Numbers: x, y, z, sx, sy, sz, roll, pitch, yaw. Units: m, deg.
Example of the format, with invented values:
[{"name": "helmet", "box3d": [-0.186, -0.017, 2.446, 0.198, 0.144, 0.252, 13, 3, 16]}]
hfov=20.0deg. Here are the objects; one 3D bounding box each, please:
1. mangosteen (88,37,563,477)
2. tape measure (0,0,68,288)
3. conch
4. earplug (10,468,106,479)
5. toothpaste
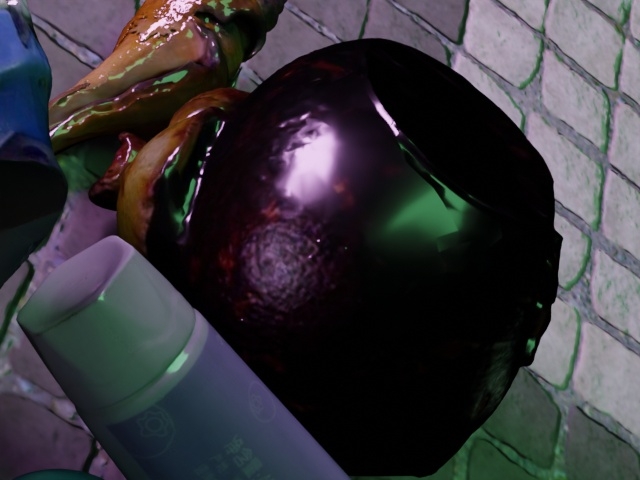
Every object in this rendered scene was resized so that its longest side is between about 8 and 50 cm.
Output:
[{"name": "mangosteen", "box3d": [0.004, -0.002, 1.082, 0.287, 0.233, 0.288, 27, 32, -19]}, {"name": "tape measure", "box3d": [-0.276, -0.041, 0.858, 0.262, 0.259, 0.138, 2, 62, -36]}, {"name": "conch", "box3d": [-0.102, -0.106, 1.186, 0.233, 0.086, 0.080, -56, 145, -33]}, {"name": "earplug", "box3d": [-0.084, 0.200, 0.887, 0.132, 0.273, 0.132, -19, 121, -36]}, {"name": "toothpaste", "box3d": [-0.025, 0.159, 0.988, 0.371, 0.125, 0.080, 53, 3, -23]}]
